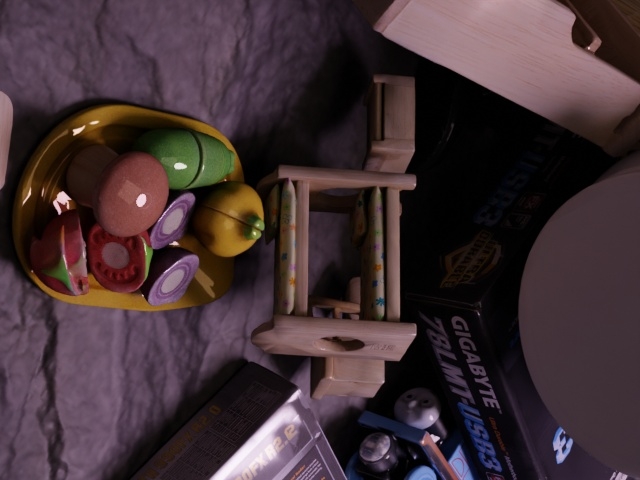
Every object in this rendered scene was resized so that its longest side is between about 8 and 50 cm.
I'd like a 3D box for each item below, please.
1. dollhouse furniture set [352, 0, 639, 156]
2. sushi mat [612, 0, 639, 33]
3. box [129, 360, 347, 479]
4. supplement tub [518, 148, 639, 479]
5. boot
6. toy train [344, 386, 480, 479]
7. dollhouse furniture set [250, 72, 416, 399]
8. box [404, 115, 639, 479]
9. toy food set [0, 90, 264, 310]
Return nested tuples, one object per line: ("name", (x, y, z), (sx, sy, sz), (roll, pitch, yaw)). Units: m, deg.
("dollhouse furniture set", (0.207, -0.274, 0.981), (0.256, 0.362, 0.394), (20, 120, -45))
("sushi mat", (0.310, -0.127, 1.169), (0.151, 0.316, 0.019), (-7, 125, -46))
("box", (-0.077, 0.226, 1.118), (0.231, 0.056, 0.183), (-45, 133, -23))
("supplement tub", (0.315, 0.034, 1.151), (0.331, 0.241, 0.241), (-12, 115, -49))
("boot", (0.109, -0.097, 1.177), (0.099, 0.045, 0.121), (17, 92, -49))
("toy train", (0.087, 0.188, 1.255), (0.105, 0.080, 0.184), (-56, 136, -24))
("dollhouse furniture set", (0.000, 0.000, 1.111), (0.101, 0.161, 0.181), (4, 68, -8))
("box", (0.204, 0.058, 1.270), (0.295, 0.073, 0.293), (-50, 132, -34))
("toy food set", (-0.109, -0.012, 0.972), (0.218, 0.071, 0.128), (7, 102, -46))
